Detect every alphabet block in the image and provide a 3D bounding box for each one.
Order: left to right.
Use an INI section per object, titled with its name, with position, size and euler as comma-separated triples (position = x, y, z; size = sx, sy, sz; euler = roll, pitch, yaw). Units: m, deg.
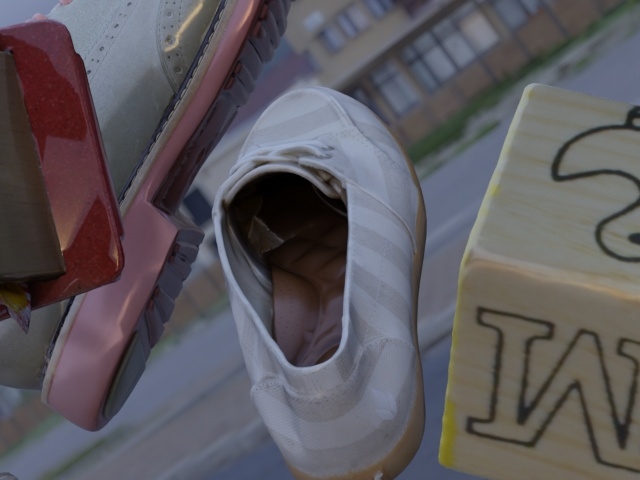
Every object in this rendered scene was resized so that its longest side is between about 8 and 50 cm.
[alphabet block]
position = 0.195, 0.043, 1.200
size = 0.192, 0.197, 0.193
euler = -66, -16, -48

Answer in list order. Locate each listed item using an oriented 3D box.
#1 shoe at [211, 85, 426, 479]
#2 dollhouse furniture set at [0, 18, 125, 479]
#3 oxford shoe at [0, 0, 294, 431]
[shoe]
position = 0.000, 0.000, 0.728
size = 0.077, 0.058, 0.219
euler = -23, 38, 11
[dollhouse furniture set]
position = -0.148, 0.105, 0.656
size = 0.152, 0.374, 0.201
euler = -15, -4, 14
[oxford shoe]
position = -0.104, -0.106, 1.022
size = 0.140, 0.147, 0.397
euler = 82, -150, -81
